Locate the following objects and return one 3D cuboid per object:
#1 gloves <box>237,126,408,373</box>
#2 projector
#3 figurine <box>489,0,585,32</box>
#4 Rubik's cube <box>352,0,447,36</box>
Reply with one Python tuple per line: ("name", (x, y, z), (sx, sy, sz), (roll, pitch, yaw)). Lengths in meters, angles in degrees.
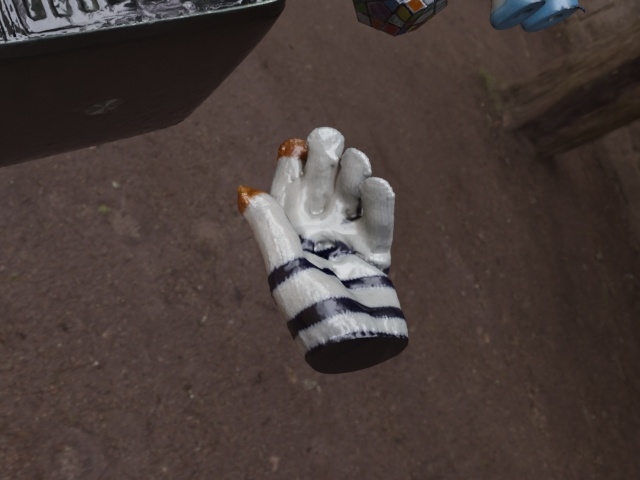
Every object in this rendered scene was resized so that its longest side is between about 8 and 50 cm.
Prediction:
("gloves", (0.004, 0.007, 0.779), (0.131, 0.140, 0.218), (85, -12, -60))
("projector", (-0.302, -0.270, 0.989), (0.395, 0.405, 0.242), (-18, 86, -32))
("figurine", (0.083, -0.234, 0.424), (0.205, 0.103, 0.260), (-16, 82, -36))
("Rubik's cube", (0.077, -0.257, 0.807), (0.093, 0.111, 0.111), (58, 31, 0))
